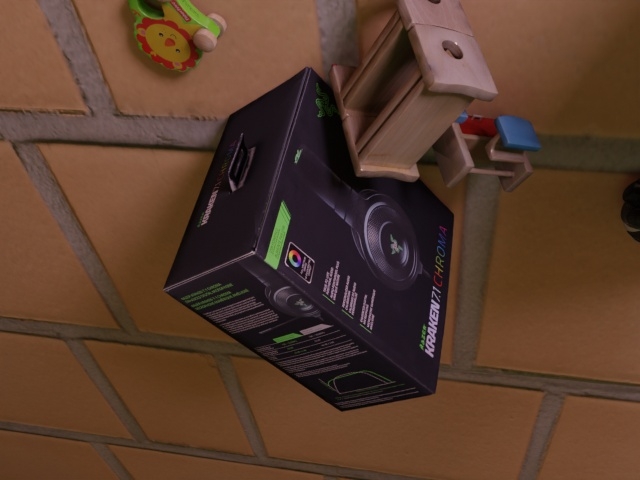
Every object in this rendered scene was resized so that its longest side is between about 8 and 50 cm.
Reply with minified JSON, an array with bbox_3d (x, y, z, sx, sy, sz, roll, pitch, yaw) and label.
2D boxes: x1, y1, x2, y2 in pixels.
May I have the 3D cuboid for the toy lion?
[{"bbox_3d":[-0.149,-0.210,0.708,0.096,0.034,0.100,-9,138,37],"label":"toy lion"}]

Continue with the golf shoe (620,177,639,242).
[{"bbox_3d":[0.418,-0.026,0.752,0.198,0.077,0.094,4,153,22],"label":"golf shoe"}]

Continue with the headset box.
[{"bbox_3d":[0.000,0.000,0.756,0.131,0.246,0.283,-22,130,38],"label":"headset box"}]

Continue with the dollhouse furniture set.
[{"bbox_3d":[0.125,-0.139,0.666,0.183,0.129,0.129,3,149,-29],"label":"dollhouse furniture set"}]
